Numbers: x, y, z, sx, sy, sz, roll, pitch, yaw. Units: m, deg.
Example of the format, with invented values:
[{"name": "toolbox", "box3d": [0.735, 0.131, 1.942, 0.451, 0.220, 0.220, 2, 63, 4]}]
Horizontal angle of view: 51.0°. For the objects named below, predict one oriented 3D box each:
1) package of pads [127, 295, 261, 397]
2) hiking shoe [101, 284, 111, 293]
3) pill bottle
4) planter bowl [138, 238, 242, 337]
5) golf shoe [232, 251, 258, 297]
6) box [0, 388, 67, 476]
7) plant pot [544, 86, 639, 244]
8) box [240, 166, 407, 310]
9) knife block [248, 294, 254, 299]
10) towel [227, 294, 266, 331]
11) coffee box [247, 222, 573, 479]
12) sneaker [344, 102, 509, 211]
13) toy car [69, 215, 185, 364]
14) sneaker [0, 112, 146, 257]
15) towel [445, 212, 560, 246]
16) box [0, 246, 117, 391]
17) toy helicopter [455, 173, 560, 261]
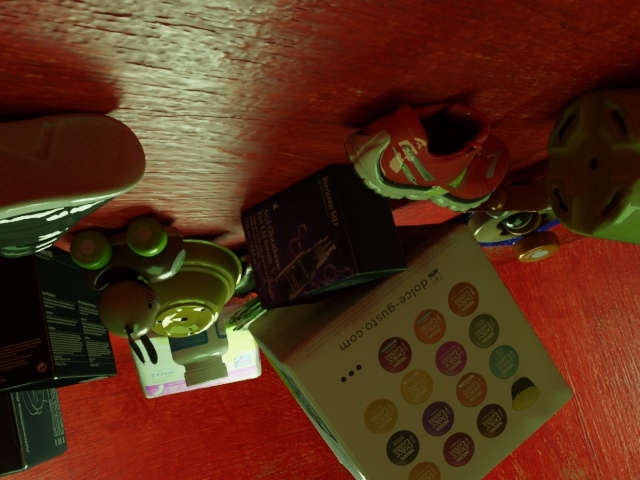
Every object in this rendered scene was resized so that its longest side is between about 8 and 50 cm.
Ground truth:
[{"name": "package of pads", "box3d": [-0.295, 0.249, 1.594, 0.296, 0.101, 0.229, -10, 132, -11]}, {"name": "hiking shoe", "box3d": [-0.310, 0.090, 1.201, 0.227, 0.086, 0.114, -18, 170, 15]}, {"name": "pill bottle", "box3d": [-0.266, 0.195, 1.435, 0.124, 0.221, 0.124, -13, 169, -3]}, {"name": "planter bowl", "box3d": [-0.231, 0.098, 1.112, 0.217, 0.090, 0.217, -11, 143, -8]}, {"name": "golf shoe", "box3d": [-0.230, 0.086, 1.290, 0.273, 0.105, 0.120, -24, 162, 3]}, {"name": "box", "box3d": [-0.620, 0.280, 1.214, 0.212, 0.293, 0.395, -12, 169, -14]}, {"name": "plant pot", "box3d": [0.444, -0.095, 0.860, 0.254, 0.276, 0.276, 1, 166, -16]}, {"name": "box", "box3d": [0.000, 0.000, 0.957, 0.108, 0.153, 0.207, -3, 164, -45]}, {"name": "knife block", "box3d": [-0.271, 0.179, 1.791, 0.088, 0.242, 0.276, -16, -145, 13]}, {"name": "towel", "box3d": [-0.024, 0.078, 1.366, 0.325, 0.038, 0.248, -38, 167, 5]}, {"name": "coffee box", "box3d": [0.127, 0.199, 1.115, 0.337, 0.334, 0.338, -36, -171, -13]}, {"name": "sneaker", "box3d": [0.156, -0.103, 0.775, 0.279, 0.107, 0.118, -7, 158, -47]}, {"name": "toy car", "box3d": [-0.252, 0.080, 0.939, 0.149, 0.188, 0.155, -14, 170, -3]}, {"name": "sneaker", "box3d": [-0.296, -0.030, 0.518, 0.296, 0.104, 0.147, -10, 165, -45]}, {"name": "towel", "box3d": [0.429, -0.033, 1.568, 0.308, 0.076, 0.227, -8, 169, -30]}, {"name": "box", "box3d": [-0.388, 0.114, 0.951, 0.103, 0.184, 0.261, -12, 169, -2]}, {"name": "toy helicopter", "box3d": [0.389, -0.092, 1.171, 0.235, 0.140, 0.355, 2, 152, -30]}]
